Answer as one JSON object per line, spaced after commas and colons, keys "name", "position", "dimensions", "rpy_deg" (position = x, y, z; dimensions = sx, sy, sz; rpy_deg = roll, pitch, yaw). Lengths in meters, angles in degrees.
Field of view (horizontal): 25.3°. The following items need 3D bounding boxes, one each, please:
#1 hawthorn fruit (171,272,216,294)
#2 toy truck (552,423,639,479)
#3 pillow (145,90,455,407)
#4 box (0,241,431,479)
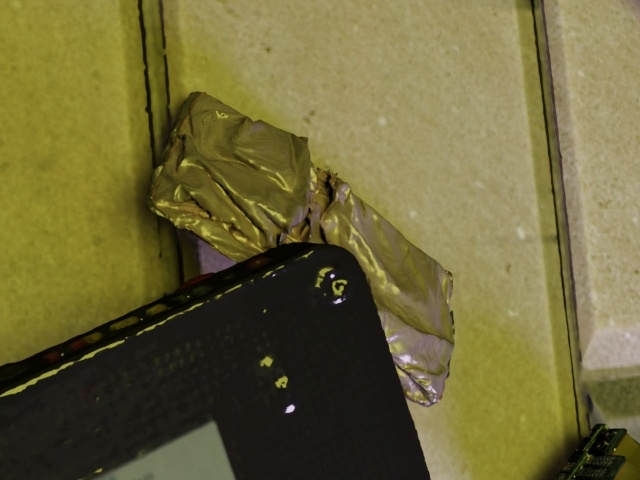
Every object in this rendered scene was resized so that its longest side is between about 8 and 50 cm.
{"name": "hawthorn fruit", "position": [-0.068, 0.058, 0.935], "dimensions": [0.081, 0.081, 0.093], "rpy_deg": [38, 38, -18]}
{"name": "toy truck", "position": [0.267, 0.259, 1.052], "dimensions": [0.257, 0.127, 0.127], "rpy_deg": [48, 65, -10]}
{"name": "pillow", "position": [0.000, 0.000, 0.964], "dimensions": [0.248, 0.049, 0.135], "rpy_deg": [38, 36, -19]}
{"name": "box", "position": [-0.103, 0.152, 0.829], "dimensions": [0.350, 0.058, 0.211], "rpy_deg": [-25, 107, -25]}
